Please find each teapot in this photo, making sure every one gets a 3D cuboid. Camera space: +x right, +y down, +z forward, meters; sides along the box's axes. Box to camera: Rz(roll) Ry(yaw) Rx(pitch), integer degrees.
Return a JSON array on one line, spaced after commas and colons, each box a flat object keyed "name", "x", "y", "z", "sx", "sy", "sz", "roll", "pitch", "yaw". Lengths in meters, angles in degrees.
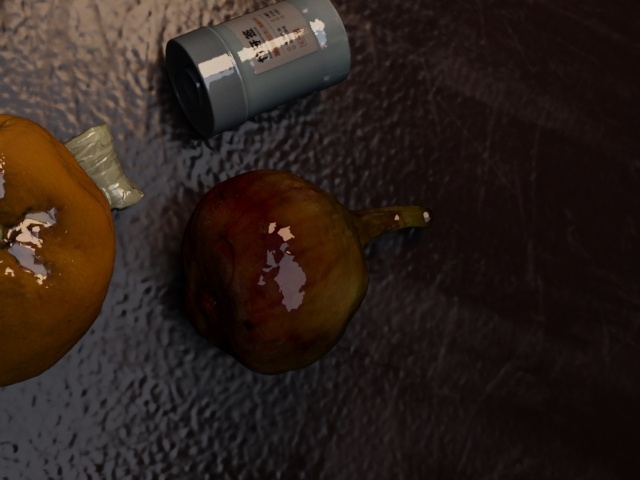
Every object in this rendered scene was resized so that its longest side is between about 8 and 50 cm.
[{"name": "teapot", "x": -0.209, "y": -0.062, "z": 0.946, "sx": 0.067, "sy": 0.057, "sz": 0.083, "roll": -27, "pitch": 105, "yaw": 16}]

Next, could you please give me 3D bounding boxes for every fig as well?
[{"name": "fig", "x": -0.012, "y": 0.030, "z": 0.986, "sx": 0.290, "sy": 0.191, "sz": 0.190, "roll": 2, "pitch": 88, "yaw": -57}]

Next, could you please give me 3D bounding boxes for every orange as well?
[{"name": "orange", "x": -0.289, "y": 0.012, "z": 0.834, "sx": 0.249, "sy": 0.183, "sz": 0.249, "roll": 0, "pitch": 91, "yaw": -26}]

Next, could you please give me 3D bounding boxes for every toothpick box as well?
[{"name": "toothpick box", "x": -0.061, "y": -0.173, "z": 0.978, "sx": 0.153, "sy": 0.101, "sz": 0.101, "roll": -26, "pitch": 99, "yaw": -22}]
